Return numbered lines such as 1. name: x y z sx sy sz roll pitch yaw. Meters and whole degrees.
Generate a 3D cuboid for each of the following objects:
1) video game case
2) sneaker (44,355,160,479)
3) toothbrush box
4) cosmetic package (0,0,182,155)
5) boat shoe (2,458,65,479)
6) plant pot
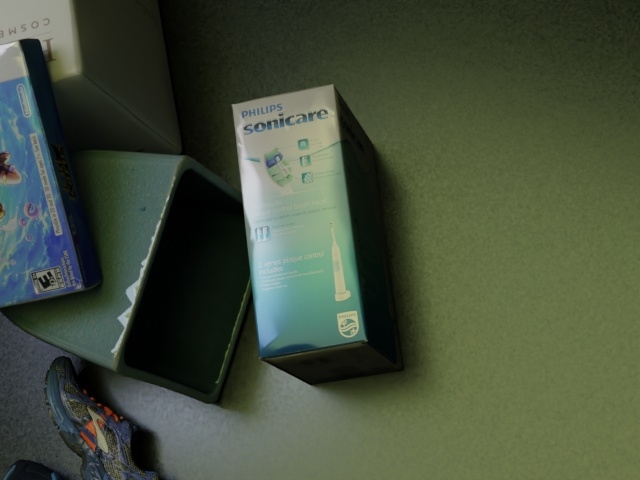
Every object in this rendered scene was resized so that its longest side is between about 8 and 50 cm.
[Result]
1. video game case: -0.385 -0.055 1.401 0.244 0.061 0.270 -12 96 13
2. sneaker: -0.265 0.235 1.604 0.087 0.083 0.221 -28 76 -8
3. toothbrush box: 0.000 0.000 1.510 0.126 0.216 0.296 -9 75 12
4. cosmetic package: -0.399 -0.287 1.625 0.329 0.327 0.394 -14 75 11
5. boat shoe: -0.405 0.386 1.596 0.089 0.109 0.258 28 69 26
6. plant pot: -0.244 0.028 1.564 0.252 0.247 0.248 13 80 26
